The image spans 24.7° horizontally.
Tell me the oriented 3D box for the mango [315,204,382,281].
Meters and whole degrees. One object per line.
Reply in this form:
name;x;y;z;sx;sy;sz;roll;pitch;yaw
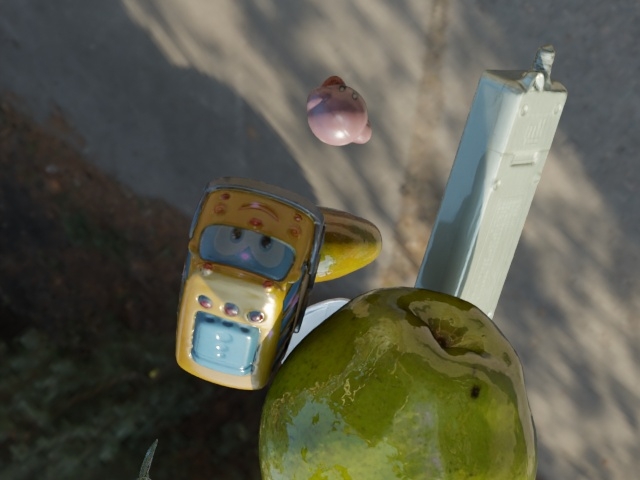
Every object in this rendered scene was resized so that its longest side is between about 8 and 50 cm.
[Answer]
mango;-0.001;0.002;1.705;0.111;0.163;0.089;-117;32;-64

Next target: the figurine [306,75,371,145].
figurine;0.021;-0.137;1.615;0.083;0.067;0.071;41;-170;-4

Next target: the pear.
pear;0.072;0.195;1.398;0.294;0.294;0.294;33;148;24

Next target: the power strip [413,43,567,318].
power strip;0.176;-0.047;1.521;0.058;0.098;0.338;32;115;36

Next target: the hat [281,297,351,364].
hat;0.048;0.185;2.276;0.203;0.203;0.126;41;-171;11

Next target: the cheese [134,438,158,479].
cheese;-0.218;0.305;1.782;0.026;0.120;0.067;19;137;-14

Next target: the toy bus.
toy bus;-0.075;0.049;1.388;0.126;0.136;0.209;17;142;2
